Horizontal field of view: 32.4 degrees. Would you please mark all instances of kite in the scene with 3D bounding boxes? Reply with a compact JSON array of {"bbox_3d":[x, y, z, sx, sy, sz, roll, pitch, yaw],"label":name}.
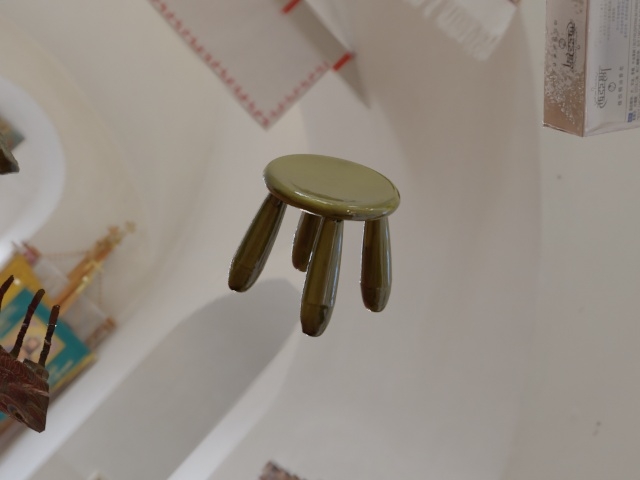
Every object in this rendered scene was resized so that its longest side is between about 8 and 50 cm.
[{"bbox_3d":[-0.333,0.121,1.178,0.127,0.016,0.229,28,-48,1],"label":"kite"}]

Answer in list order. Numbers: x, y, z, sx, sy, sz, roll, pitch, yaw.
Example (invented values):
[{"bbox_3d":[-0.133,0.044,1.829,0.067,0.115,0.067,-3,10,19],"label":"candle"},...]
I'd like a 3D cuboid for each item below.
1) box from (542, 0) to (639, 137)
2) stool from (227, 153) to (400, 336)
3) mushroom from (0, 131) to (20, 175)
[{"bbox_3d":[0.464,-0.313,1.721,0.116,0.203,0.274,-146,-131,-60],"label":"box"},{"bbox_3d":[0.000,0.000,0.881,0.135,0.111,0.134,9,25,-10],"label":"stool"},{"bbox_3d":[-0.387,-0.043,0.826,0.217,0.292,0.212,44,-22,45],"label":"mushroom"}]
